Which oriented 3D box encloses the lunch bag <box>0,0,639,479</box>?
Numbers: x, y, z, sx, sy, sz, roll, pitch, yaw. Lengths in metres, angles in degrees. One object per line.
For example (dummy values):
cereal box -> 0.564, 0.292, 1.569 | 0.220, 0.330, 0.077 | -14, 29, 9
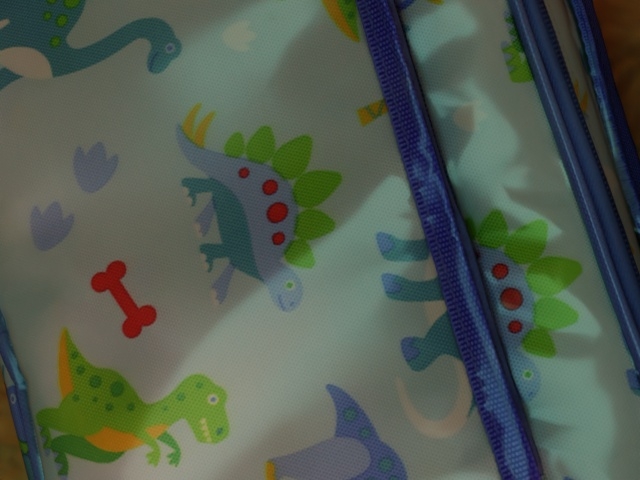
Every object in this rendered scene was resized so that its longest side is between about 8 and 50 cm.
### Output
lunch bag -> 0.000, 0.000, 0.497 | 0.176, 0.090, 0.219 | -18, 75, 15
